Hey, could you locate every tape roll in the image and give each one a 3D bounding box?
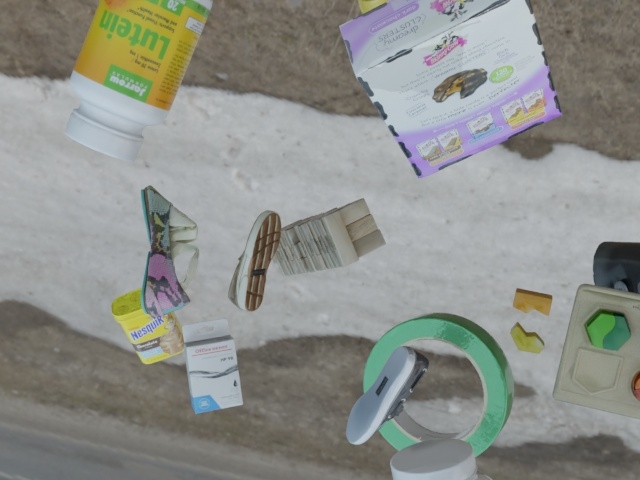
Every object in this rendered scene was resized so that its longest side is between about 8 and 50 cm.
[{"bbox_3d":[0.253,0.320,1.744,0.321,0.322,0.077,2,-174,25],"label":"tape roll"}]

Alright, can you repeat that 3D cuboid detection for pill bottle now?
[{"bbox_3d":[0.198,0.470,1.191,0.181,0.181,0.323,-8,97,35],"label":"pill bottle"},{"bbox_3d":[-0.251,-0.238,1.077,0.136,0.246,0.136,23,-172,-4],"label":"pill bottle"}]

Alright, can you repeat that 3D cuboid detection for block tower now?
[{"bbox_3d":[0.000,0.000,1.445,0.091,0.097,0.335,65,160,-5],"label":"block tower"}]

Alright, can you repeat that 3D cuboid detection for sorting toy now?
[{"bbox_3d":[0.465,0.185,1.333,0.307,0.041,0.229,11,112,12],"label":"sorting toy"}]

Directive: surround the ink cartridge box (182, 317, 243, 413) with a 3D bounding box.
[{"bbox_3d":[-0.230,0.263,1.695,0.104,0.180,0.060,-9,-175,-14],"label":"ink cartridge box"}]

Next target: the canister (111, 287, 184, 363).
[{"bbox_3d":[-0.386,0.194,1.833,0.126,0.073,0.170,-20,129,-3],"label":"canister"}]

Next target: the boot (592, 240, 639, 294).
[{"bbox_3d":[0.674,0.015,1.496,0.146,0.367,0.445,-11,180,-11],"label":"boot"}]

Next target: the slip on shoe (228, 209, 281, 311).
[{"bbox_3d":[-0.088,0.024,1.045,0.041,0.136,0.051,21,-166,38],"label":"slip on shoe"}]

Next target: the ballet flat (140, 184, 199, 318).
[{"bbox_3d":[-0.207,0.010,1.109,0.079,0.222,0.077,-9,139,-3],"label":"ballet flat"}]

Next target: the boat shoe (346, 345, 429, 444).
[{"bbox_3d":[0.134,0.306,1.554,0.076,0.229,0.080,22,-166,-28],"label":"boat shoe"}]

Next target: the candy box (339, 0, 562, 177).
[{"bbox_3d":[0.133,-0.165,0.787,0.164,0.070,0.196,-24,147,13],"label":"candy box"}]

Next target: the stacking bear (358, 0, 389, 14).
[{"bbox_3d":[0.143,-0.507,1.649,0.175,0.164,0.289,-11,135,29],"label":"stacking bear"}]
